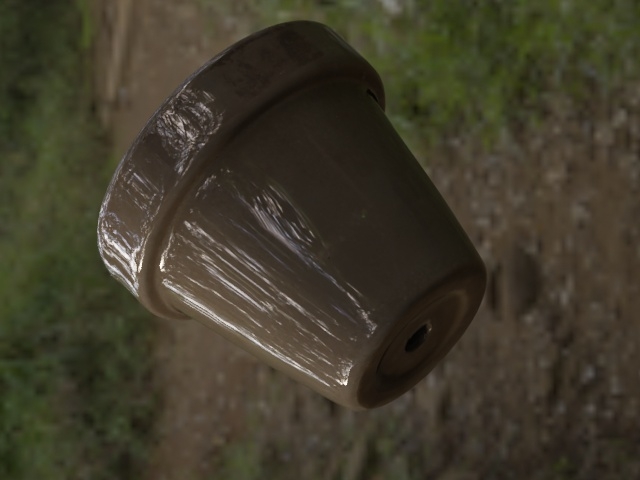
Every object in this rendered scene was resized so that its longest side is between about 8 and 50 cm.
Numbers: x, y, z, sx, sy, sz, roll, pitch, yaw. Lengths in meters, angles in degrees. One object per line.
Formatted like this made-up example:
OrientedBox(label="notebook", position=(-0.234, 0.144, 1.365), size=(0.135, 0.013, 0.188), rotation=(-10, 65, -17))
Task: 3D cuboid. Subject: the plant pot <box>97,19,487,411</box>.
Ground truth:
OrientedBox(label="plant pot", position=(0.000, 0.000, 1.442), size=(0.229, 0.263, 0.263), rotation=(42, 149, 23))
